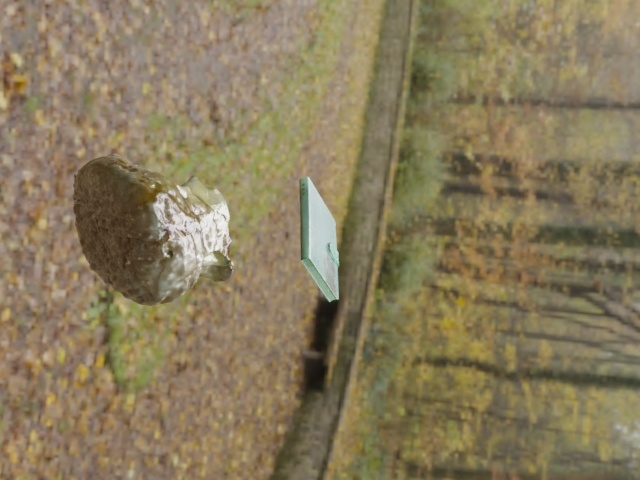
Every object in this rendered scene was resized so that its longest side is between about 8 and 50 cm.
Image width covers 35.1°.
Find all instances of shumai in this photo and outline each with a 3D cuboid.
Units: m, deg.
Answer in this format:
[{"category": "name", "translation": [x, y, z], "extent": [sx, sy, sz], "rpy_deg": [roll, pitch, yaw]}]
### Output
[{"category": "shumai", "translation": [-0.167, -0.017, 1.071], "extent": [0.209, 0.153, 0.161], "rpy_deg": [-8, -87, 56]}]

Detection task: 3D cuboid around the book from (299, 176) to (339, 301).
[{"category": "book", "translation": [0.000, 0.000, 1.286], "extent": [0.103, 0.017, 0.135], "rpy_deg": [57, 23, -46]}]
